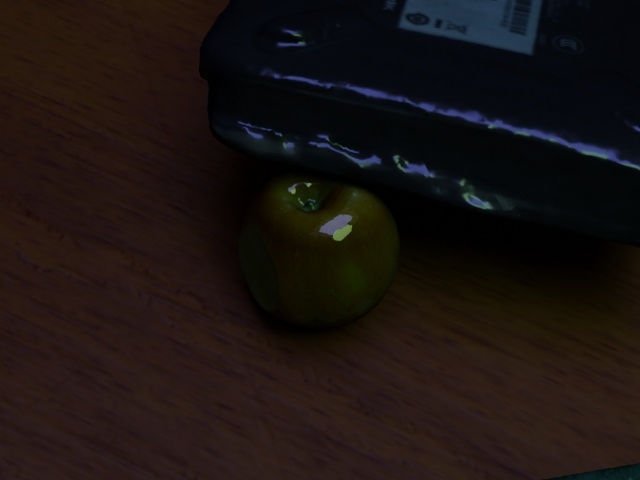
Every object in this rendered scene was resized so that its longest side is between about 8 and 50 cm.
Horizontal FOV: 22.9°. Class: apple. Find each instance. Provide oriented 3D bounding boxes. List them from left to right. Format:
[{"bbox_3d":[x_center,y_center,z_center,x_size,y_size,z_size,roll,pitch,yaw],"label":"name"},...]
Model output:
[{"bbox_3d":[0.000,0.000,1.060,0.099,0.102,0.114,-18,52,-20],"label":"apple"}]

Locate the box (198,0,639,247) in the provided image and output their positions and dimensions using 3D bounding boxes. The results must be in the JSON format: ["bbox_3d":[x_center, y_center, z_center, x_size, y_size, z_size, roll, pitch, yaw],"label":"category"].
[{"bbox_3d":[0.113,-0.140,1.143,0.350,0.091,0.359,15,34,5],"label":"box"}]

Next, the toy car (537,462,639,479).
[{"bbox_3d":[0.086,0.204,0.903,0.320,0.097,0.141,-7,51,-14],"label":"toy car"}]
